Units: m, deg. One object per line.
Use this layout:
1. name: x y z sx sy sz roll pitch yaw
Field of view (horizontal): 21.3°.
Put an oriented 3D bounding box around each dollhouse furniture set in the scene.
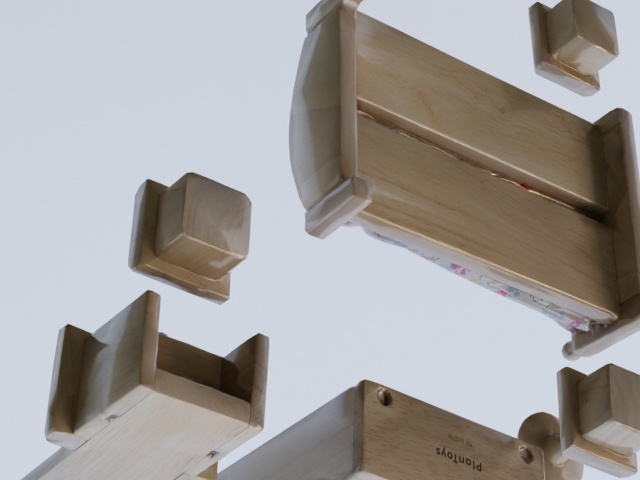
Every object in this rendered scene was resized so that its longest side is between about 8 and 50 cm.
1. dollhouse furniture set: 0.000 0.000 0.874 0.303 0.174 0.355 23 -130 -28
